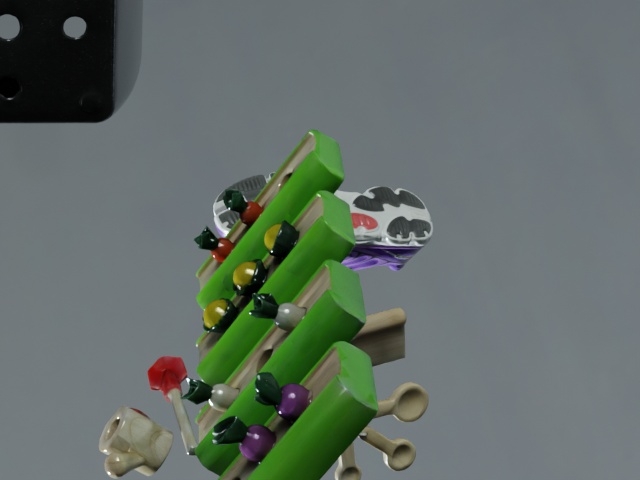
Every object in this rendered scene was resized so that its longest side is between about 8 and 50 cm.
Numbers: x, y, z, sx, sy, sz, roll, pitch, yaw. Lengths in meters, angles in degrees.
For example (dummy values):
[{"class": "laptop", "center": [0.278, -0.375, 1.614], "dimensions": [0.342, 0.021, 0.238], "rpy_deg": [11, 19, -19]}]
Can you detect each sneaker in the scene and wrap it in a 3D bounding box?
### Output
[{"class": "sneaker", "center": [0.000, 0.000, 1.224], "dimensions": [0.071, 0.170, 0.068], "rpy_deg": [119, 149, -41]}]

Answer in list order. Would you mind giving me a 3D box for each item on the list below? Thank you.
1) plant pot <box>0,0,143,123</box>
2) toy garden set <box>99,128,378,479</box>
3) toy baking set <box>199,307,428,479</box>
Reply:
[{"class": "plant pot", "center": [-0.196, -0.166, 1.044], "dimensions": [0.167, 0.187, 0.188], "rpy_deg": [-111, 23, -59]}, {"class": "toy garden set", "center": [-0.061, 0.070, 0.815], "dimensions": [0.204, 0.049, 0.244], "rpy_deg": [-51, 21, 22]}, {"class": "toy baking set", "center": [-0.009, 0.165, 1.433], "dimensions": [0.197, 0.256, 0.030], "rpy_deg": [58, 168, -27]}]
